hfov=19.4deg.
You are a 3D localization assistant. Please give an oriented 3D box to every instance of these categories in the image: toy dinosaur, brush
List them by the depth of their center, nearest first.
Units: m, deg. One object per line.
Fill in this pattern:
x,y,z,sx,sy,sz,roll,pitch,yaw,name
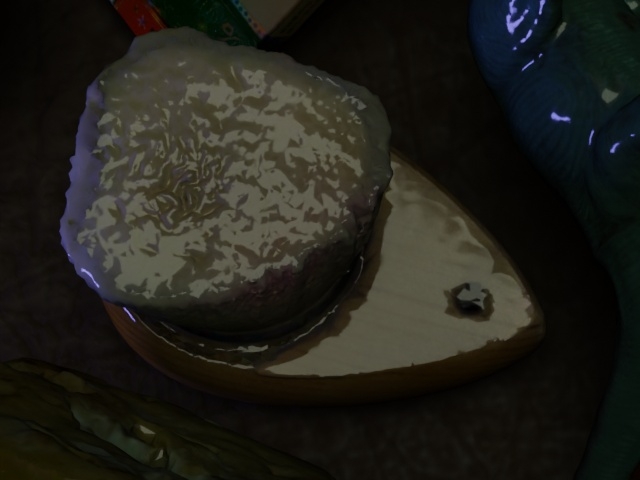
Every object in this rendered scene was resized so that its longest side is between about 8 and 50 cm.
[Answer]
0.114,-0.043,0.981,0.129,0.331,0.383,-5,47,-39,toy dinosaur
0.000,0.000,1.008,0.267,0.166,0.174,16,74,3,brush

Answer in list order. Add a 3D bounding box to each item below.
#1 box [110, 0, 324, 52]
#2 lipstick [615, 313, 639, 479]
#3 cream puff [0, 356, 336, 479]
-0.030,-0.196,1.066,0.235,0.034,0.132,-44,75,27,box
0.196,0.058,1.034,0.077,0.077,0.418,3,75,1,lipstick
-0.108,0.210,0.897,0.324,0.291,0.257,22,97,-13,cream puff
